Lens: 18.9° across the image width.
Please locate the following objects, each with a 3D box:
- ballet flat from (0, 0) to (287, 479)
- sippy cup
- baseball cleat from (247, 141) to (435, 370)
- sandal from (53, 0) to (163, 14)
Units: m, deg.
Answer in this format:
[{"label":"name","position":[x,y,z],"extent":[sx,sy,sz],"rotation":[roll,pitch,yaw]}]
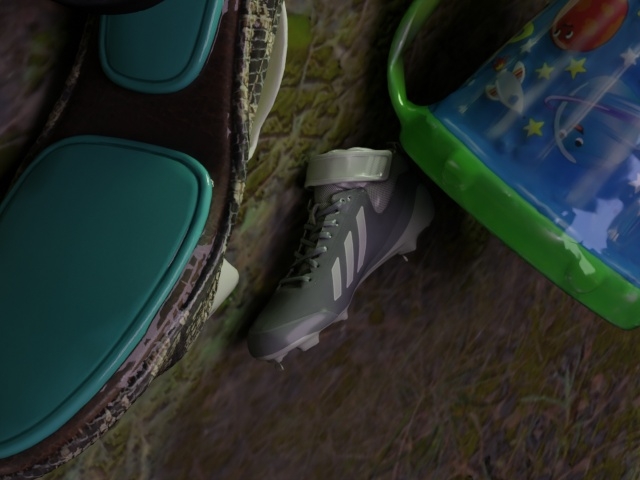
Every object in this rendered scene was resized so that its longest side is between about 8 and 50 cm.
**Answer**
[{"label":"ballet flat","position":[-0.097,-0.063,1.240],"extent":[0.182,0.164,0.482],"rotation":[36,69,-63]},{"label":"sippy cup","position":[0.216,-0.089,1.442],"extent":[0.305,0.240,0.224],"rotation":[35,101,-30]},{"label":"baseball cleat","position":[0.000,0.000,1.417],"extent":[0.206,0.072,0.109],"rotation":[-44,113,-38]},{"label":"sandal","position":[-0.104,-0.359,1.178],"extent":[0.107,0.168,0.445],"rotation":[2,101,-72]}]
